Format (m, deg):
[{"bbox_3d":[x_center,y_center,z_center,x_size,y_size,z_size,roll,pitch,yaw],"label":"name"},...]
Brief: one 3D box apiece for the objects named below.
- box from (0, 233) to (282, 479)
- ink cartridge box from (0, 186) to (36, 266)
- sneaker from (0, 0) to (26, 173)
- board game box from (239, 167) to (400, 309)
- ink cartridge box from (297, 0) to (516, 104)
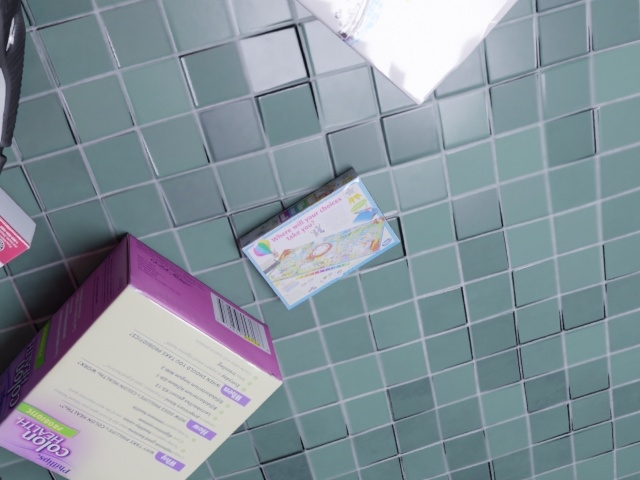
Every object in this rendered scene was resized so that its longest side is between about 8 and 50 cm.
[{"bbox_3d":[-0.206,0.156,0.950,0.214,0.117,0.243,37,104,-27],"label":"box"},{"bbox_3d":[-0.387,-0.002,0.852,0.151,0.063,0.109,-34,120,6],"label":"ink cartridge box"},{"bbox_3d":[-0.358,-0.246,0.652,0.258,0.169,0.447,15,113,-11],"label":"sneaker"},{"bbox_3d":[0.000,0.000,0.963,0.154,0.026,0.103,-31,121,5],"label":"board game box"},{"bbox_3d":[0.043,-0.272,0.739,0.233,0.171,0.168,36,106,-28],"label":"ink cartridge box"}]
